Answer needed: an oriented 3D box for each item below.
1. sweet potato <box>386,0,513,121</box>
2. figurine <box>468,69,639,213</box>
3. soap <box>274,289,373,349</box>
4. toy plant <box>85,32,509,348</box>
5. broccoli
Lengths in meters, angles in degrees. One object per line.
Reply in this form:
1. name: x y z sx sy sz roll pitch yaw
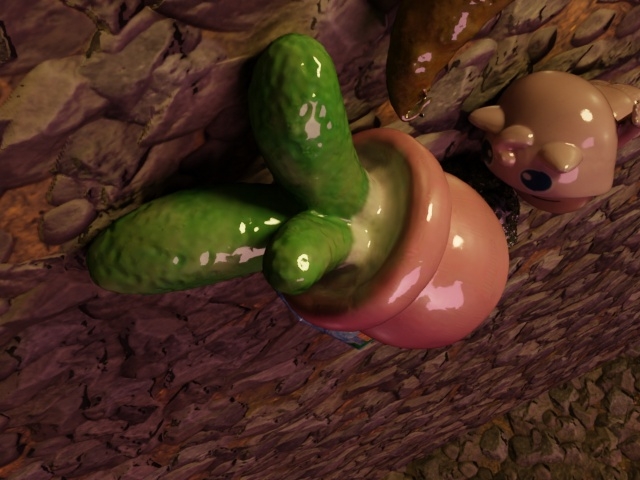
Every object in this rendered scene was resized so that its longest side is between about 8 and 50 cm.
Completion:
1. sweet potato: 0.189 -0.265 0.693 0.423 0.130 0.130 -40 153 19
2. figurine: 0.307 -0.116 1.042 0.287 0.176 0.186 -27 132 -43
3. soap: 0.057 0.063 1.171 0.156 0.077 0.293 -37 154 10
4. toy plant: 0.003 -0.001 0.866 0.356 0.210 0.317 20 126 -43
5. broccoli: 0.175 -0.027 1.098 0.162 0.145 0.138 -32 -170 -35
